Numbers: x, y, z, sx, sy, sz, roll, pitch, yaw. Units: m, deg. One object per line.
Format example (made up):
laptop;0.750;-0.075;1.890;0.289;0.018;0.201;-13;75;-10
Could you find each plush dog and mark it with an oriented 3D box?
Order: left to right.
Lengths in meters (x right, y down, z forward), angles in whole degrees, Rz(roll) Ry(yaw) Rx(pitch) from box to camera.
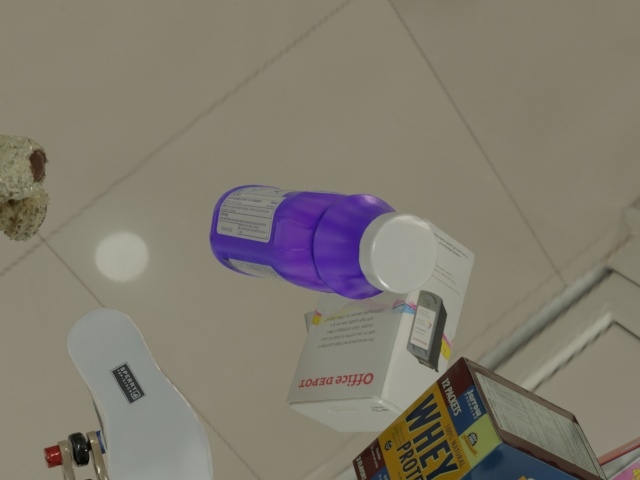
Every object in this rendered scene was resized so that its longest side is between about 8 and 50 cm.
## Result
plush dog;-0.543;-0.052;1.695;0.210;0.262;0.225;29;65;-2

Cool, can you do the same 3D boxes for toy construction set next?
toy construction set;-0.382;0.478;1.807;0.309;0.257;0.237;-25;125;-44

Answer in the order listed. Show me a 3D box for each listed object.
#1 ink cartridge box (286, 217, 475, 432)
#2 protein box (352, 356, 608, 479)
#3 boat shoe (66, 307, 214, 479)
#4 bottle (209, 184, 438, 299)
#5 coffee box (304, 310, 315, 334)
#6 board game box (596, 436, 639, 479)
ink cartridge box;0.096;0.140;1.785;0.131;0.226;0.306;32;62;-31
protein box;0.186;0.277;1.305;0.201;0.136;0.200;29;115;-31
boat shoe;-0.192;0.208;1.229;0.108;0.301;0.102;-28;140;-14
bottle;0.000;0.000;1.037;0.118;0.283;0.092;9;90;-29
coffee box;0.090;0.186;2.031;0.246;0.098;0.141;4;73;-55
board game box;0.421;0.449;1.645;0.316;0.064;0.242;-37;82;33
